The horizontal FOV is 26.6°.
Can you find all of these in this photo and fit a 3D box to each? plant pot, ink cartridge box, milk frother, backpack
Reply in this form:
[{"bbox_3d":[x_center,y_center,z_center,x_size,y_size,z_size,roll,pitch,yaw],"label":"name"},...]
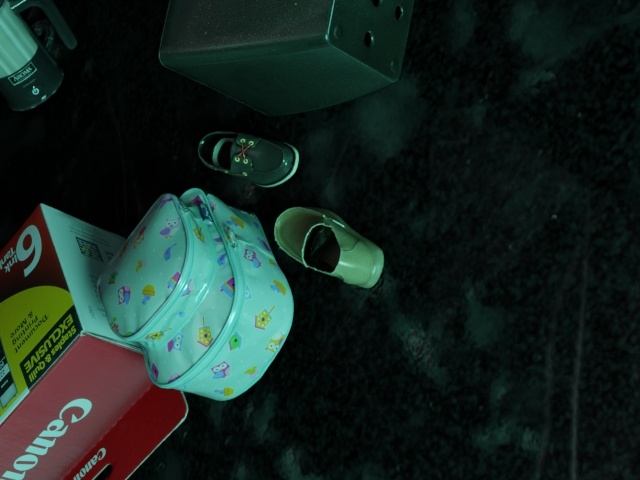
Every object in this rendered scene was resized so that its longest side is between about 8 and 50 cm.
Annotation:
[{"bbox_3d":[-0.014,-0.228,1.277,0.167,0.187,0.188,5,81,35],"label":"plant pot"},{"bbox_3d":[-0.312,0.169,1.458,0.309,0.130,0.272,-47,45,19],"label":"ink cartridge box"},{"bbox_3d":[-0.397,-0.262,1.725,0.129,0.134,0.143,-46,42,-16],"label":"milk frother"},{"bbox_3d":[-0.119,0.057,1.316,0.166,0.144,0.188,-49,50,18],"label":"backpack"}]

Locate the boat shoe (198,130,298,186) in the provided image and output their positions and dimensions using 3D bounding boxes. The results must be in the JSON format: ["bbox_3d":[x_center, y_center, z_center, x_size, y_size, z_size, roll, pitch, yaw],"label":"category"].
[{"bbox_3d":[-0.075,-0.085,1.389,0.133,0.042,0.049,12,84,47],"label":"boat shoe"}]

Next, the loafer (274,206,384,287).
[{"bbox_3d":[0.000,0.000,1.270,0.148,0.050,0.056,24,95,48],"label":"loafer"}]
